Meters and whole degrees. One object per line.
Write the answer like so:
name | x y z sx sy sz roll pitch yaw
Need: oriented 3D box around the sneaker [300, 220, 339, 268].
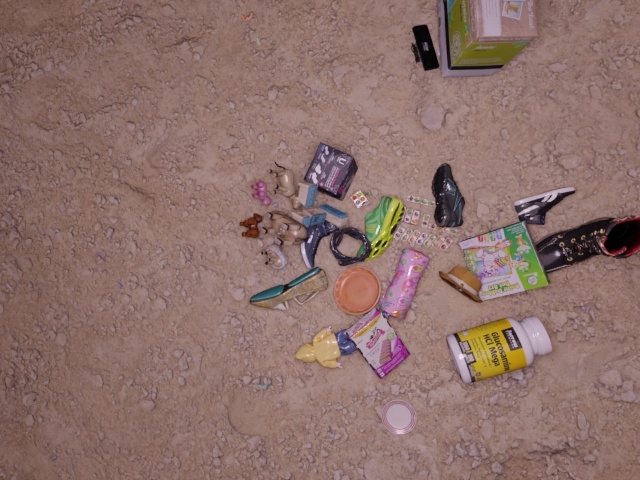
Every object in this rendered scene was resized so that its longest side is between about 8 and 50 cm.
sneaker | 0.000 -0.001 1.671 0.163 0.086 0.226 -7 87 12

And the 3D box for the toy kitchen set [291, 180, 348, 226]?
toy kitchen set | 0.012 -0.138 1.521 0.122 0.207 0.166 30 120 31

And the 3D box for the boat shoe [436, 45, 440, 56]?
boat shoe | 0.502 -0.797 1.628 0.035 0.035 0.100 32 94 8

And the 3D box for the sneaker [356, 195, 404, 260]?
sneaker | 0.233 -0.046 1.639 0.123 0.109 0.296 41 108 44

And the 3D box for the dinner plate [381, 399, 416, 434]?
dinner plate | 0.321 0.720 1.645 0.141 0.017 0.141 0 89 10

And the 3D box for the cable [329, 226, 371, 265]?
cable | 0.123 0.019 1.606 0.184 0.047 0.151 -19 85 37

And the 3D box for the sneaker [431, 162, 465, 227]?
sneaker | 0.507 -0.175 1.593 0.106 0.101 0.267 6 77 -15

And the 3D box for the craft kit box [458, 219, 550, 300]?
craft kit box | 0.690 0.080 1.526 0.250 0.061 0.247 -24 87 35

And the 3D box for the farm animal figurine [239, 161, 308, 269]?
farm animal figurine | -0.157 -0.097 1.636 0.327 0.172 0.330 52 121 26

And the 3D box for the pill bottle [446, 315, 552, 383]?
pill bottle | 0.664 0.401 1.509 0.334 0.188 0.188 -20 86 8

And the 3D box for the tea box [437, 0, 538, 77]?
tea box | 0.585 -0.815 1.454 0.220 0.323 0.329 -3 88 -5

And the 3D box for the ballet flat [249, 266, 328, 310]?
ballet flat | -0.128 0.227 1.681 0.348 0.123 0.123 -25 86 8

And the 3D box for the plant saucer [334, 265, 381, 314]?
plant saucer | 0.153 0.204 1.642 0.200 0.037 0.200 -8 70 22

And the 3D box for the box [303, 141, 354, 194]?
box | 0.049 -0.261 1.585 0.142 0.247 0.163 25 93 10

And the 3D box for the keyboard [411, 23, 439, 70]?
keyboard | 0.415 -0.786 1.650 0.100 0.038 0.192 -14 86 -15

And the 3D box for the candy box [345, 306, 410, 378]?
candy box | 0.226 0.404 1.579 0.159 0.071 0.233 -38 107 -8

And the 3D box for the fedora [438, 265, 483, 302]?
fedora | 0.549 0.157 1.536 0.194 0.194 0.079 37 90 8

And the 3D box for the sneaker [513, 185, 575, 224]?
sneaker | 0.869 -0.124 1.545 0.216 0.079 0.121 -16 90 17

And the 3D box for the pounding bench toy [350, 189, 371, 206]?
pounding bench toy | 0.171 -0.181 1.657 0.083 0.065 0.052 -38 84 6

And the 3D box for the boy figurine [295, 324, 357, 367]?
boy figurine | 0.037 0.447 1.658 0.285 0.092 0.177 -22 87 9

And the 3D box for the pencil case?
pencil case | 0.330 0.172 1.601 0.124 0.124 0.284 23 94 9

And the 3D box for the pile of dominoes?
pile of dominoes | 0.433 -0.071 1.627 0.251 0.040 0.196 15 91 9

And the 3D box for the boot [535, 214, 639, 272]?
boot | 0.940 0.019 1.420 0.377 0.284 0.138 -23 86 8
